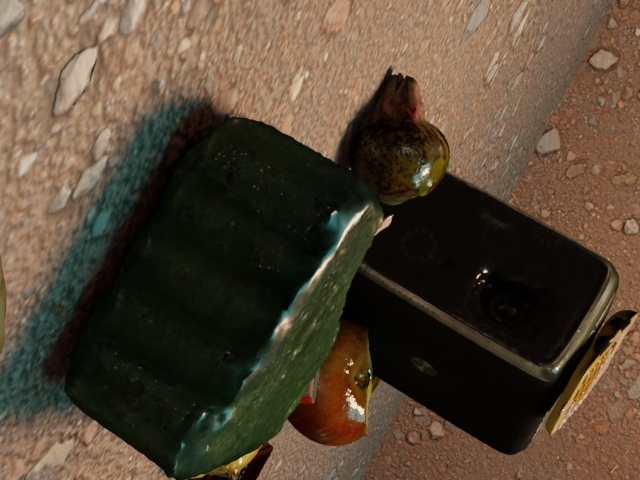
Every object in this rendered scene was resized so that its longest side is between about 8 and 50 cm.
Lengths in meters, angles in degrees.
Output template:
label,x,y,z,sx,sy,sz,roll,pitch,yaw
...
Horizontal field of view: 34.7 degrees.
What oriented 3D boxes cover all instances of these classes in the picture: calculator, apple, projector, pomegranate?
label,x,y,z,sx,sy,sz,roll,pitch,yaw
calculator,0.385,0.188,1.475,0.236,0.033,0.157,-33,150,-50
apple,0.014,0.217,1.575,0.173,0.160,0.195,159,-70,-73
projector,0.226,0.110,1.628,0.242,0.395,0.405,-54,163,-23
pomegranate,0.111,-0.124,1.325,0.138,0.125,0.163,-13,132,-54

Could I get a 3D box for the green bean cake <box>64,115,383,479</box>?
label,x,y,z,sx,sy,sz,roll,pitch,yaw
green bean cake,-0.073,0.054,0.974,0.300,0.169,0.308,-58,166,1

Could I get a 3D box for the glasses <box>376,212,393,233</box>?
label,x,y,z,sx,sy,sz,roll,pitch,yaw
glasses,-0.008,0.001,1.238,0.162,0.095,0.255,-55,165,13

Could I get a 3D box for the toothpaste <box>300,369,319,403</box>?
label,x,y,z,sx,sy,sz,roll,pitch,yaw
toothpaste,-0.019,0.118,1.362,0.070,0.044,0.193,81,15,-69

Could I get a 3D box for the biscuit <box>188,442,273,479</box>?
label,x,y,z,sx,sy,sz,roll,pitch,yaw
biscuit,-0.197,0.455,1.522,0.388,0.073,0.107,-61,164,7

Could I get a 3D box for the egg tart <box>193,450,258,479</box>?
label,x,y,z,sx,sy,sz,roll,pitch,yaw
egg tart,-0.115,0.234,1.347,0.212,0.090,0.212,-54,161,-29

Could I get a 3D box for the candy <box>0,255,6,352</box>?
label,x,y,z,sx,sy,sz,roll,pitch,yaw
candy,-0.225,0.008,0.493,0.104,0.102,0.234,-53,163,-26

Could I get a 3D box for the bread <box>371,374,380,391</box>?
label,x,y,z,sx,sy,sz,roll,pitch,yaw
bread,0.052,0.249,1.895,0.132,0.103,0.172,-64,164,13
